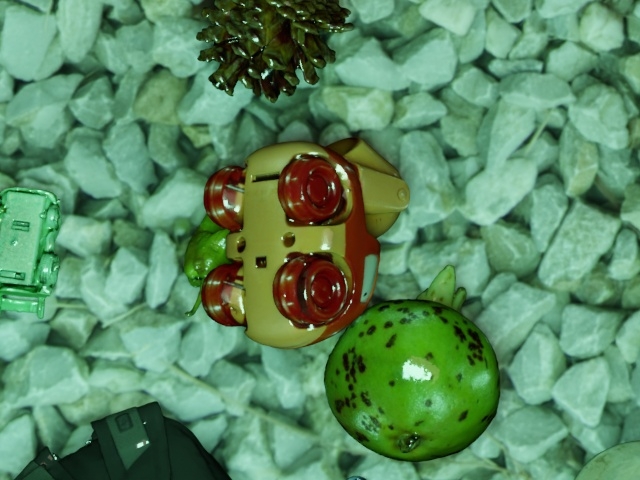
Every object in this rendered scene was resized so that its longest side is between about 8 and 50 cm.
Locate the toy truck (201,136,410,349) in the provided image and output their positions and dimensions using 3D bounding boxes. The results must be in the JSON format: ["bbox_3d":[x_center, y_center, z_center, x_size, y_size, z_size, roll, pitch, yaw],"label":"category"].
[{"bbox_3d":[0.000,0.000,1.893,0.239,0.189,0.264,7,82,-44],"label":"toy truck"}]

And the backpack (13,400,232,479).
[{"bbox_3d":[-0.182,0.413,1.782,0.363,0.255,0.445,-34,71,-8],"label":"backpack"}]

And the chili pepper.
[{"bbox_3d":[-0.130,0.008,1.953,0.072,0.073,0.204,15,72,34],"label":"chili pepper"}]

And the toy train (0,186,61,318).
[{"bbox_3d":[-0.363,0.013,1.930,0.099,0.081,0.149,5,74,-4],"label":"toy train"}]

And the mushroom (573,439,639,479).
[{"bbox_3d":[0.407,0.349,1.862,0.244,0.243,0.243,1,80,-5],"label":"mushroom"}]

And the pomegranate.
[{"bbox_3d":[0.117,0.149,1.897,0.211,0.211,0.263,18,46,-2],"label":"pomegranate"}]

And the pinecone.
[{"bbox_3d":[-0.060,-0.257,1.955,0.195,0.150,0.179,-33,47,1],"label":"pinecone"}]

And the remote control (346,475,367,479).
[{"bbox_3d":[0.028,0.362,1.927,0.044,0.027,0.152,17,81,-6],"label":"remote control"}]
